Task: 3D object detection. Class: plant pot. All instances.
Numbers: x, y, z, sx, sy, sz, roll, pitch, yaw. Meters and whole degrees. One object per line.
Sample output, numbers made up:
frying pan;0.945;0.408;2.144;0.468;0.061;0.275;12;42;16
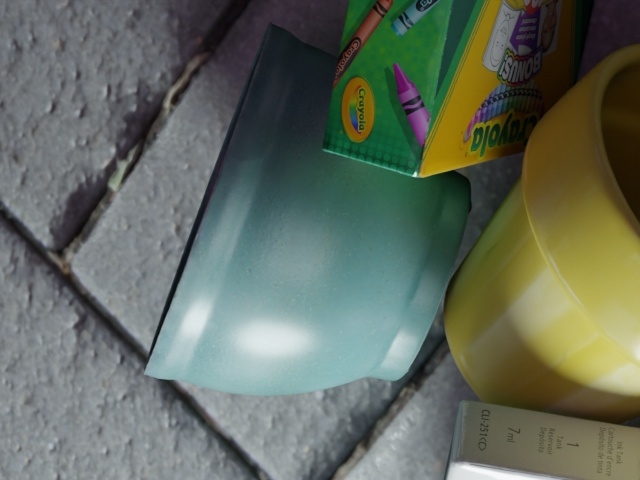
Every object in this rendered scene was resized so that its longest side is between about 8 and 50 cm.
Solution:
plant pot;0.222;0.023;1.332;0.254;0.254;0.239;55;133;9
plant pot;0.000;0.000;1.432;0.196;0.293;0.293;20;109;-4

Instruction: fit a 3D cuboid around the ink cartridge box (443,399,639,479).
ink cartridge box;0.212;0.255;1.384;0.261;0.066;0.296;10;137;3

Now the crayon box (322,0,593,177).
crayon box;0.111;-0.147;1.326;0.081;0.278;0.165;17;106;25
